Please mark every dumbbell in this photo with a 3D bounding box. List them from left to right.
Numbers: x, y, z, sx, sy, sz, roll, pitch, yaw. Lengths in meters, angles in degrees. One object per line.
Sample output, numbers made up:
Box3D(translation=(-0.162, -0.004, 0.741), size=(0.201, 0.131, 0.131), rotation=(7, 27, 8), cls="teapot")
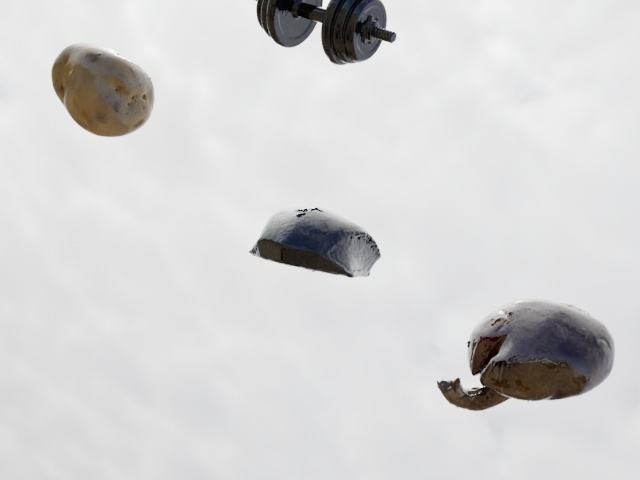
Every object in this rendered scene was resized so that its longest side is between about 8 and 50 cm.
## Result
Box3D(translation=(0.000, -0.263, 1.336), size=(0.208, 0.099, 0.099), rotation=(24, -34, 31), cls="dumbbell")

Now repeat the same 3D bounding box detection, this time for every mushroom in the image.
Box3D(translation=(0.189, 0.107, 1.076), size=(0.135, 0.170, 0.080), rotation=(-130, -164, -68), cls="mushroom")

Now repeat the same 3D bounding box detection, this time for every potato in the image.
Box3D(translation=(-0.171, -0.119, 0.894), size=(0.083, 0.068, 0.062), rotation=(30, -44, 24), cls="potato")

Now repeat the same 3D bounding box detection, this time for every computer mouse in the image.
Box3D(translation=(0.000, 0.000, 1.018), size=(0.099, 0.057, 0.172), rotation=(10, 0, 20), cls="computer mouse")
